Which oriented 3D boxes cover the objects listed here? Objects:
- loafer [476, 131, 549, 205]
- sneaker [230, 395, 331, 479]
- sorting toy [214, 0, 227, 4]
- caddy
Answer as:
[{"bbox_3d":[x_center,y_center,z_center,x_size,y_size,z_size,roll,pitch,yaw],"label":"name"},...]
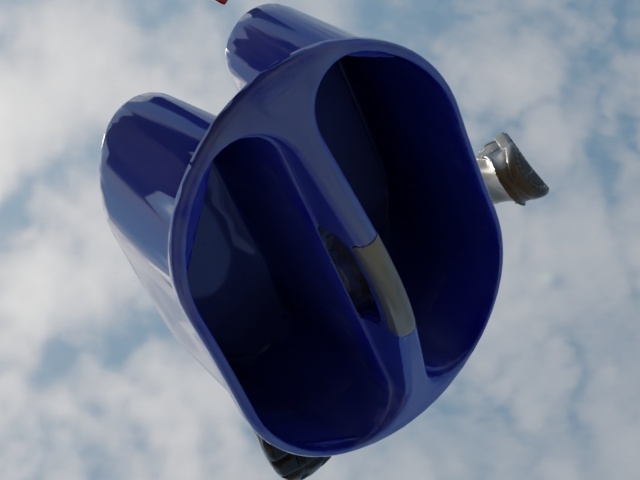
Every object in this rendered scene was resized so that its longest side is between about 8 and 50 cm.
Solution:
[{"bbox_3d":[0.160,-0.054,1.417,0.050,0.148,0.056,-39,-83,9],"label":"loafer"},{"bbox_3d":[-0.051,0.095,1.461,0.106,0.101,0.267,23,-44,48],"label":"sneaker"},{"bbox_3d":[-0.170,-0.244,0.997,0.255,0.257,0.089,30,-87,50],"label":"sorting toy"},{"bbox_3d":[0.000,0.000,1.159,0.241,0.341,0.179,-40,-138,-16],"label":"caddy"}]
